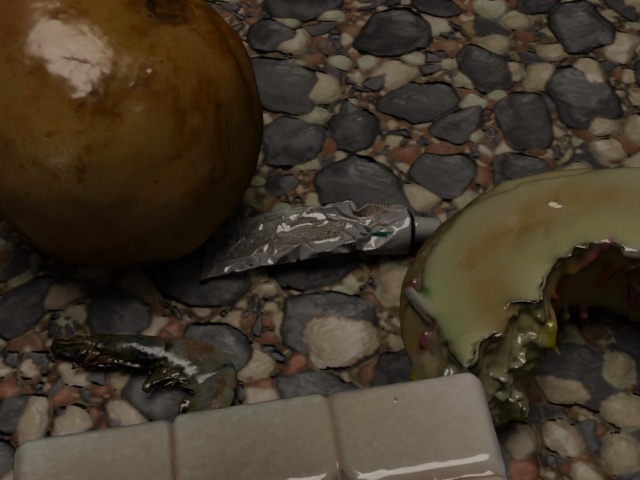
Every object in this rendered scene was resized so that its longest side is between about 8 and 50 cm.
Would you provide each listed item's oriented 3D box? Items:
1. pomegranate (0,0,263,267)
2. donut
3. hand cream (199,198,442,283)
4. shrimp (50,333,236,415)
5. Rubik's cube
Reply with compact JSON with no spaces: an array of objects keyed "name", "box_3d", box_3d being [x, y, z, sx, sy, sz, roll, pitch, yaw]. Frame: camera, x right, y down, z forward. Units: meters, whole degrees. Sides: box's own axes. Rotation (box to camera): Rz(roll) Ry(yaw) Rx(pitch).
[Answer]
[{"name":"pomegranate","box_3d":[-0.232,-0.125,1.285,0.338,0.338,0.338,-2,46,2]},{"name":"donut","box_3d":[0.258,0.064,1.153,0.371,0.150,0.307,-2,46,3]},{"name":"hand cream","box_3d":[0.000,-0.003,1.313,0.256,0.050,0.084,-4,49,5]},{"name":"shrimp","box_3d":[-0.181,0.148,1.193,0.195,0.035,0.148,6,49,9]},{"name":"Rubik's cube","box_3d":[-0.016,0.317,0.815,0.315,0.322,0.319,-9,47,-2]}]
